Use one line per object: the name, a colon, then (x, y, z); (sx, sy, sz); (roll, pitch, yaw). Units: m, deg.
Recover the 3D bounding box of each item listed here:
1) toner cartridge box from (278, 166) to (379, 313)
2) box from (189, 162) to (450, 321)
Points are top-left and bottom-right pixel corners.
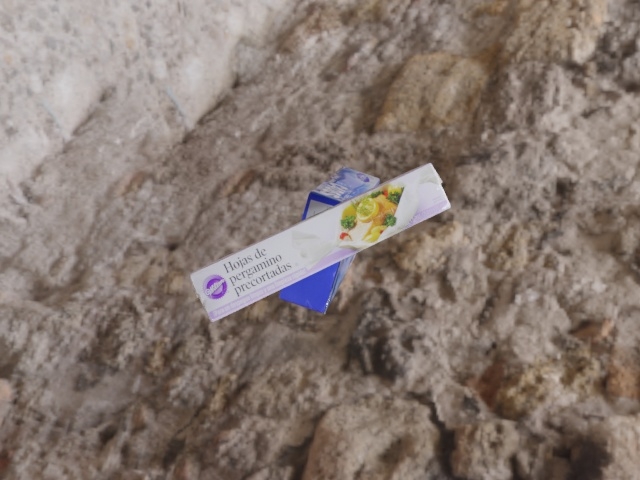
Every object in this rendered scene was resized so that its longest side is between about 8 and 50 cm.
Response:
toner cartridge box: (0.023, -0.014, 1.239); (0.348, 0.075, 0.165); (-51, 160, -75)
box: (0.000, 0.000, 0.936); (0.063, 0.323, 0.067); (65, -9, -1)
